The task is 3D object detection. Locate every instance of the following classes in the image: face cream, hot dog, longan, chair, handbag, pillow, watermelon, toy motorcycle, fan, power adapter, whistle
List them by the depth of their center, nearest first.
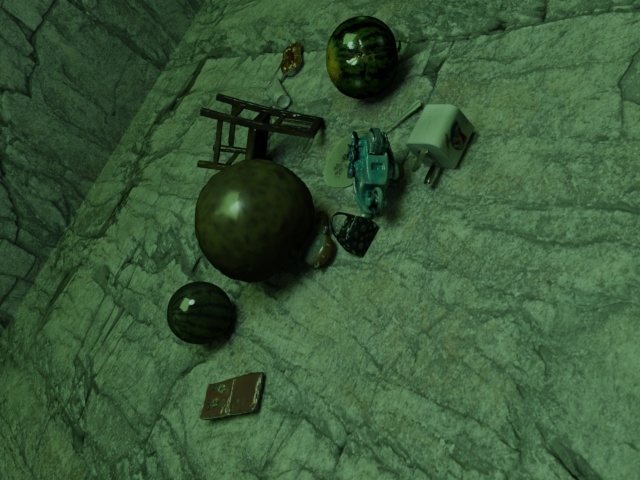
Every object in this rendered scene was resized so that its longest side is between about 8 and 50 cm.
[{"bbox_3d":[0.319,-0.259,1.671,0.125,0.130,0.204,14,74,48],"label":"power adapter"},{"bbox_3d":[0.080,-0.035,1.736,0.072,0.139,0.115,18,77,58],"label":"handbag"},{"bbox_3d":[0.145,-0.193,1.751,0.206,0.154,0.260,155,114,-76],"label":"toy motorcycle"},{"bbox_3d":[-0.262,0.465,1.785,0.233,0.043,0.126,-21,48,32],"label":"pillow"},{"bbox_3d":[0.000,0.000,1.859,0.107,0.057,0.220,-39,35,38],"label":"whistle"},{"bbox_3d":[-0.203,-0.062,1.864,0.391,0.391,0.391,-25,47,30],"label":"longan"},{"bbox_3d":[-0.392,0.235,1.953,0.212,0.212,0.212,-25,47,30],"label":"watermelon"},{"bbox_3d":[0.164,-0.316,1.957,0.415,0.012,0.233,-35,43,25],"label":"fan"},{"bbox_3d":[0.140,-0.610,2.011,0.269,0.269,0.268,-25,47,30],"label":"watermelon"},{"bbox_3d":[-0.222,-0.363,2.216,0.203,0.416,0.240,-66,-11,-58],"label":"chair"},{"bbox_3d":[-0.180,-0.615,2.492,0.092,0.058,0.243,-49,33,13],"label":"face cream"},{"bbox_3d":[-0.124,-0.773,2.549,0.108,0.059,0.191,-24,45,25],"label":"hot dog"}]

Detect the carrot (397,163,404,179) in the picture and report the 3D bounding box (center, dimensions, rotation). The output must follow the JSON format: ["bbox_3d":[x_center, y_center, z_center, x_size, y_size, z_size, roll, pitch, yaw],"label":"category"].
[{"bbox_3d":[0.194,-0.221,1.833,0.139,0.048,0.048,24,81,51],"label":"carrot"}]
